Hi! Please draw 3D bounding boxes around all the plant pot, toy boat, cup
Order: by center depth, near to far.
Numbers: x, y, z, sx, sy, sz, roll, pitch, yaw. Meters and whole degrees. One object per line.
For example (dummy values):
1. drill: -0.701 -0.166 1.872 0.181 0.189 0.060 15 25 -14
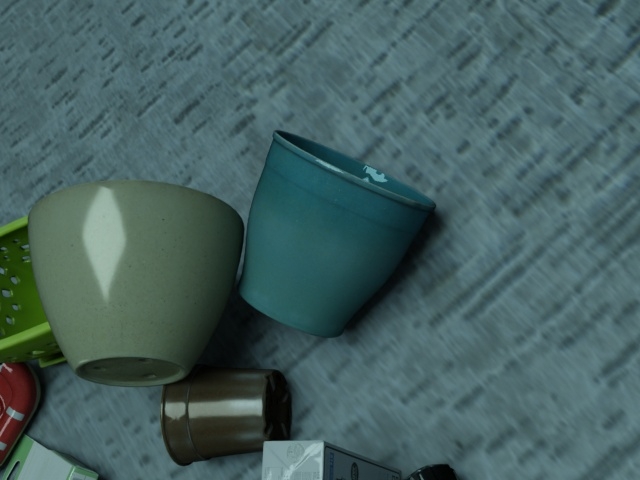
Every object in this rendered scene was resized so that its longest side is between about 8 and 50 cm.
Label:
1. cup: -0.280 0.087 1.498 0.331 0.331 0.236 -12 65 23
2. plant pot: 0.000 0.000 1.536 0.272 0.272 0.255 32 101 32
3. plant pot: -0.142 0.268 1.564 0.165 0.167 0.166 -6 69 17
4. plant pot: -0.471 0.097 1.758 0.228 0.207 0.227 -20 64 19
5. toy boat: -0.613 0.303 1.772 0.151 0.151 0.231 29 86 15

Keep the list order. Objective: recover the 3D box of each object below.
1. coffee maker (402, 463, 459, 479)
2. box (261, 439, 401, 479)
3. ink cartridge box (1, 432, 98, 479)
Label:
1. coffee maker: 0.170 0.397 1.340 0.120 0.171 0.178 -34 61 1
2. box: 0.021 0.376 1.356 0.087 0.290 0.169 -7 67 23
3. ink cartridge box: -0.488 0.448 1.728 0.235 0.056 0.171 8 74 54
